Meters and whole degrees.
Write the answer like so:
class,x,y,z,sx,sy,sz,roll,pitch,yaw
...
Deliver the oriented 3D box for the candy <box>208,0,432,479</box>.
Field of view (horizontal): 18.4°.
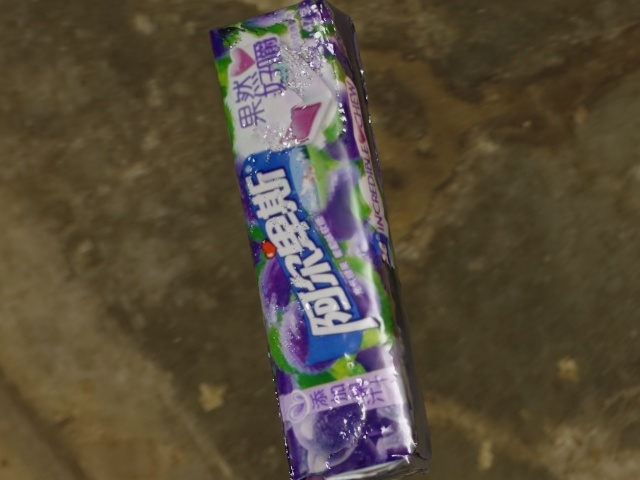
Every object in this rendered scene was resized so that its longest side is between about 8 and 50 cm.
class,x,y,z,sx,sy,sz,roll,pitch,yaw
candy,0.000,0.000,1.244,0.088,0.061,0.312,-15,75,15
